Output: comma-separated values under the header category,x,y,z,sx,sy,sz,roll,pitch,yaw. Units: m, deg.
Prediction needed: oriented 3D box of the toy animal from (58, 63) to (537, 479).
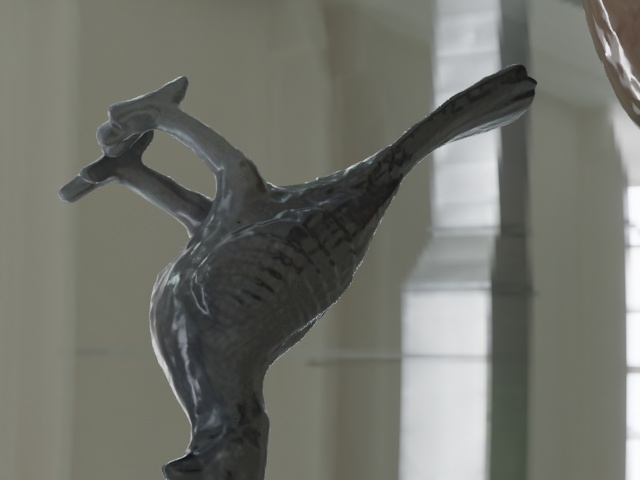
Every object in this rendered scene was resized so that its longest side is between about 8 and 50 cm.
category,x,y,z,sx,sy,sz,roll,pitch,yaw
toy animal,-0.038,-0.006,0.972,0.367,0.206,0.081,-58,-2,-33

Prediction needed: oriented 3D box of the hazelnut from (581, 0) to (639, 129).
category,x,y,z,sx,sy,sz,roll,pitch,yaw
hazelnut,0.334,-0.212,1.121,0.421,0.353,0.421,43,-147,-37
